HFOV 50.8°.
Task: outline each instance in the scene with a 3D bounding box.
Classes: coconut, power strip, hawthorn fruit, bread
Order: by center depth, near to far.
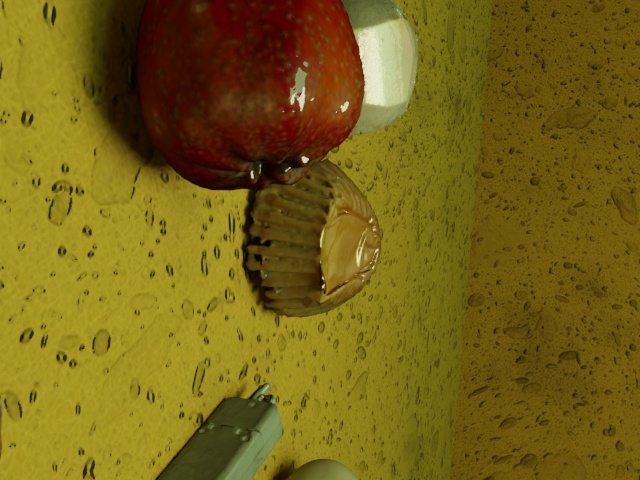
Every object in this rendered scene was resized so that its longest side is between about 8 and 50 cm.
[{"bbox_3d":[-0.081,-0.213,0.751,0.254,0.254,0.300,26,55,-65],"label":"hawthorn fruit"},{"bbox_3d":[-0.128,0.283,0.891,0.288,0.093,0.053,-45,131,-55],"label":"power strip"},{"bbox_3d":[0.043,-0.285,1.037,0.241,0.241,0.241,4,90,-66],"label":"coconut"},{"bbox_3d":[0.000,0.000,1.071,0.274,0.149,0.274,-31,126,-55],"label":"bread"}]

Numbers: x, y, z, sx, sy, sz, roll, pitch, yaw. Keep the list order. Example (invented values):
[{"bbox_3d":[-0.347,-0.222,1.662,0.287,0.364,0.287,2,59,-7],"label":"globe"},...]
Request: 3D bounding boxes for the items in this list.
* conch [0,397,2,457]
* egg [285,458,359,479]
[{"bbox_3d":[-0.283,0.177,0.524,0.176,0.094,0.104,74,-9,-47],"label":"conch"},{"bbox_3d":[-0.003,0.480,1.095,0.186,0.185,0.242,51,43,-58],"label":"egg"}]
